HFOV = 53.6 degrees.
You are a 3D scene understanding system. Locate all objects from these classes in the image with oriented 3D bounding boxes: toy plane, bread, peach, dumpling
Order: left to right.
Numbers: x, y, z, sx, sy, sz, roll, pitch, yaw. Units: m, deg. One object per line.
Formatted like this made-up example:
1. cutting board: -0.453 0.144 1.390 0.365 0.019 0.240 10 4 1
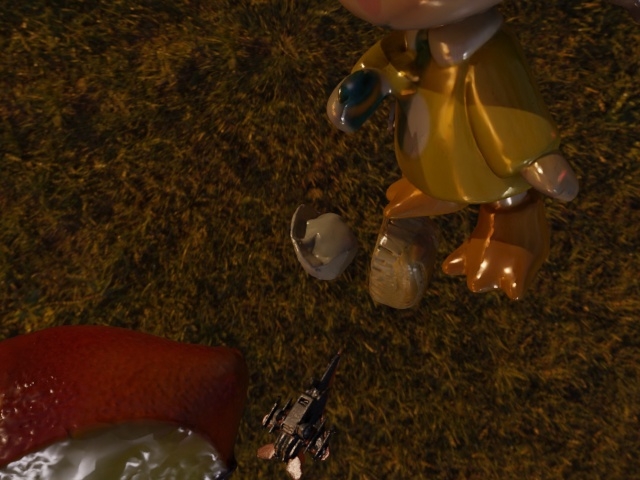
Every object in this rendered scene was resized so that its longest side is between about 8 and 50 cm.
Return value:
1. peach: -0.179 0.136 0.405 0.267 0.158 0.154 -44 132 -5
2. toy plane: -0.019 0.245 0.927 0.061 0.130 0.189 37 74 -50
3. dumpling: -0.001 0.002 0.518 0.057 0.076 0.052 42 143 20
4. bread: 0.150 0.038 1.130 0.106 0.236 0.140 17 69 11

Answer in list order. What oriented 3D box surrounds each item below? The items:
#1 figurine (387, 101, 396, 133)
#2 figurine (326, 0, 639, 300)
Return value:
1. figurine: 0.195 -0.217 1.133 0.153 0.132 0.132 11 107 14
2. figurine: 0.068 -0.146 0.352 0.187 0.215 0.344 -34 131 -27
